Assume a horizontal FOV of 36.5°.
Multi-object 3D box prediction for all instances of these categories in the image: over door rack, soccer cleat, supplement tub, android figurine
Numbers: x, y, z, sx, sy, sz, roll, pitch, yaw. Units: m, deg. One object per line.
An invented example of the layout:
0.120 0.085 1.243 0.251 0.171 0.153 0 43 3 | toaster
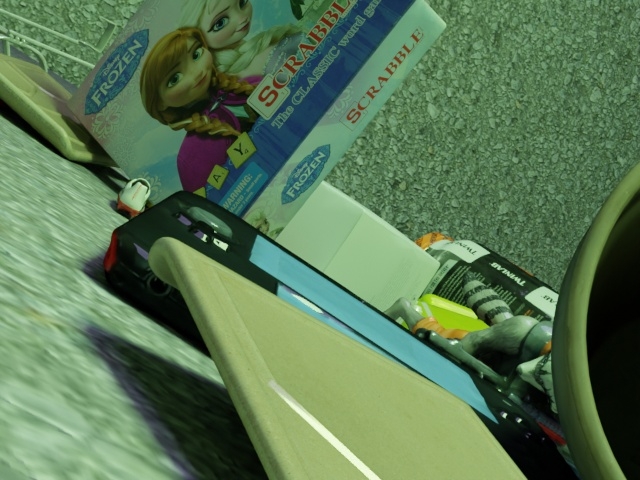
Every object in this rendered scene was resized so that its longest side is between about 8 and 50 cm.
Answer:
-0.384 -0.260 1.379 0.324 0.108 0.239 0 27 -47 | over door rack
-0.172 -0.042 0.903 0.029 0.035 0.083 33 2 -10 | soccer cleat
0.284 0.135 1.621 0.338 0.207 0.207 35 2 33 | supplement tub
0.187 0.133 1.401 0.273 0.056 0.248 19 9 -1 | android figurine

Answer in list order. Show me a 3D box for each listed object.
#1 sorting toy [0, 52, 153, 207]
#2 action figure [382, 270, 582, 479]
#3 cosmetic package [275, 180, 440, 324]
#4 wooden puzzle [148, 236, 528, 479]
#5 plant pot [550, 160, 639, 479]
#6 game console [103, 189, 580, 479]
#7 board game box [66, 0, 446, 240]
-0.277 -0.116 1.101 0.307 0.041 0.229 41 6 13 | sorting toy
0.183 0.112 1.067 0.341 0.178 0.330 35 -8 -22 | action figure
0.000 0.000 1.288 0.224 0.138 0.224 35 3 36 | cosmetic package
0.036 0.102 0.425 0.221 0.044 0.239 32 8 -35 | wooden puzzle
0.299 0.104 0.678 0.323 0.323 0.280 34 -14 10 | plant pot
0.032 0.089 0.725 0.386 0.060 0.342 33 2 -5 | game console
-0.084 -0.176 0.997 0.318 0.319 0.066 43 8 37 | board game box
